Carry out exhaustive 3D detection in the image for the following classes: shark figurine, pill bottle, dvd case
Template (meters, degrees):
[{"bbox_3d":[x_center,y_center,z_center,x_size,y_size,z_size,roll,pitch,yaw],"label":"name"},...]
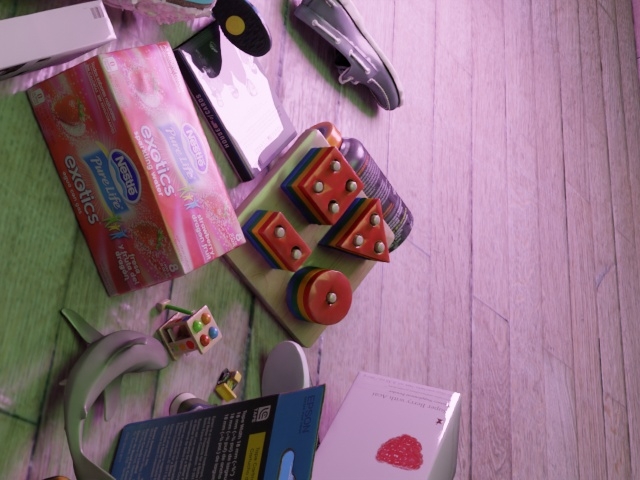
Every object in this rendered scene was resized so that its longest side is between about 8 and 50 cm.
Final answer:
[{"bbox_3d":[-0.253,0.170,1.270,0.166,0.116,0.278,53,28,-23],"label":"shark figurine"},{"bbox_3d":[0.050,-0.091,1.821,0.245,0.130,0.130,53,39,-29],"label":"pill bottle"},{"bbox_3d":[-0.136,-0.236,1.706,0.238,0.030,0.179,62,35,-17],"label":"dvd case"}]

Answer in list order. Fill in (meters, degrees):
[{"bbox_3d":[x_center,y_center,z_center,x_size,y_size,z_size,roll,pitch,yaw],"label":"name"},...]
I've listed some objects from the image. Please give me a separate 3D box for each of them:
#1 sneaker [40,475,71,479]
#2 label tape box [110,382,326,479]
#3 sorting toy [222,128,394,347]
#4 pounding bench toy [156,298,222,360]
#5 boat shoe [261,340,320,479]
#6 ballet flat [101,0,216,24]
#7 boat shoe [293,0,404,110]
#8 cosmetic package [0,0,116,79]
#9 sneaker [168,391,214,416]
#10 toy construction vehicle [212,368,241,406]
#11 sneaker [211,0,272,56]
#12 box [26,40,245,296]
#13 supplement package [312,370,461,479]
[{"bbox_3d":[-0.307,0.402,1.120,0.131,0.112,0.296,54,39,-27],"label":"sneaker"},{"bbox_3d":[-0.113,0.320,1.231,0.106,0.334,0.240,41,45,-39],"label":"label tape box"},{"bbox_3d":[0.000,0.000,1.660,0.257,0.089,0.255,-51,121,-23],"label":"sorting toy"},{"bbox_3d":[-0.186,0.115,1.454,0.052,0.065,0.083,-43,112,-53],"label":"pounding bench toy"},{"bbox_3d":[-0.033,0.269,1.602,0.076,0.080,0.228,12,67,-59],"label":"boat shoe"},{"bbox_3d":[-0.313,-0.376,1.422,0.409,0.147,0.147,14,65,-50],"label":"ballet flat"},{"bbox_3d":[0.055,-0.354,2.001,0.099,0.116,0.319,-43,129,-6],"label":"boat shoe"},{"bbox_3d":[-0.373,-0.243,1.310,0.239,0.099,0.060,-34,107,-54],"label":"cosmetic package"},{"bbox_3d":[-0.128,0.289,1.433,0.064,0.086,0.192,-47,116,-20],"label":"sneaker"},{"bbox_3d":[-0.122,0.246,1.518,0.086,0.035,0.098,54,38,-26],"label":"toy construction vehicle"},{"bbox_3d":[-0.151,-0.385,1.677,0.209,0.069,0.082,43,24,-9],"label":"sneaker"},{"bbox_3d":[-0.241,-0.097,1.396,0.154,0.142,0.300,-29,101,-56],"label":"box"},{"bbox_3d":[0.093,0.367,1.589,0.293,0.178,0.175,-56,151,-53],"label":"supplement package"}]
